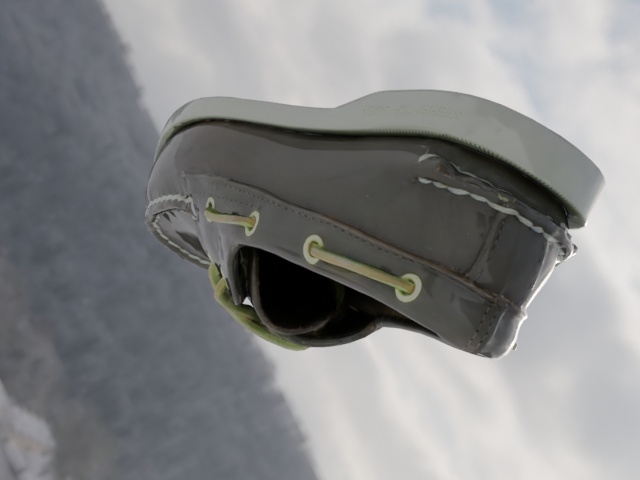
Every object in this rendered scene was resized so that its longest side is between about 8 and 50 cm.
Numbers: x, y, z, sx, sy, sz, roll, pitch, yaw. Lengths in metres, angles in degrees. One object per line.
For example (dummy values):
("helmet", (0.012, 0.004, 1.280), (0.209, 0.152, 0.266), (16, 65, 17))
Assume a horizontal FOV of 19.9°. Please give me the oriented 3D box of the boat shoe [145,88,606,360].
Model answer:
("boat shoe", (-0.004, -0.002, 0.796), (0.109, 0.091, 0.305), (32, -16, -27))
